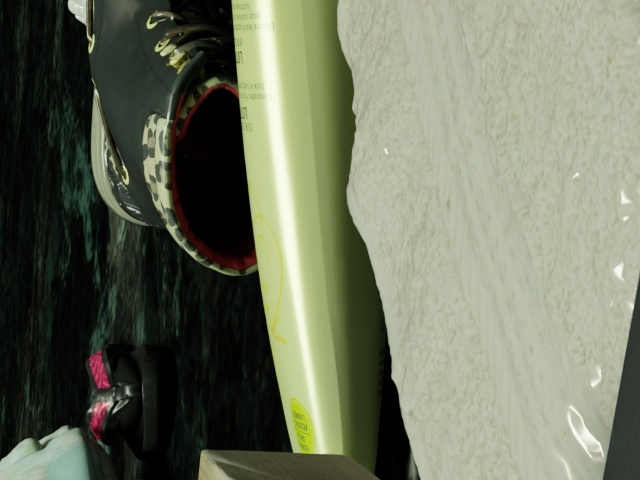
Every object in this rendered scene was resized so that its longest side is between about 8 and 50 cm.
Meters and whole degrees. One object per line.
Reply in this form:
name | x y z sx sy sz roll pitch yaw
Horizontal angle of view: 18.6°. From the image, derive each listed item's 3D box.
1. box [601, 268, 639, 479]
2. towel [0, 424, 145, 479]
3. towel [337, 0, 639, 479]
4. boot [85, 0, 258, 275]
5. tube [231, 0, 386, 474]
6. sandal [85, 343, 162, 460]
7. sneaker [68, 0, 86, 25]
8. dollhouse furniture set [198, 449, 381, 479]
box | 0.132 0.007 0.237 0.293 0.073 0.296 -125 41 -66
towel | -0.218 0.291 1.015 0.090 0.320 0.374 54 -169 -34
towel | 0.058 -0.040 0.547 0.187 0.049 0.282 109 157 -45
boot | -0.059 -0.107 0.903 0.178 0.085 0.236 -144 52 -69
tube | 0.000 0.000 0.724 0.062 0.070 0.240 2 98 34
sandal | -0.123 0.093 1.160 0.179 0.040 0.067 179 94 -74
sneaker | -0.096 -0.143 1.105 0.166 0.065 0.076 119 134 -63
dollhouse furniture set | 0.042 0.150 0.419 0.129 0.129 0.184 -157 72 -73
